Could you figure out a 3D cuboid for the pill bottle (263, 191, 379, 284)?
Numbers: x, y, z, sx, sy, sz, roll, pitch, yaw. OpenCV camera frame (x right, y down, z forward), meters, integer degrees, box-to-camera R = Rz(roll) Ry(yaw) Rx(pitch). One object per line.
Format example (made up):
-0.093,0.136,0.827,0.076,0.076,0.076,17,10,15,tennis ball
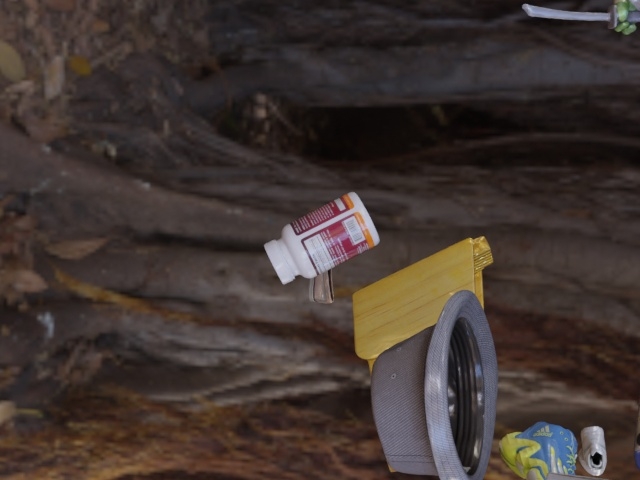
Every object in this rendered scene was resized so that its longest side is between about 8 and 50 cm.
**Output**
0.000,0.000,1.708,0.086,0.152,0.086,63,-2,3,pill bottle

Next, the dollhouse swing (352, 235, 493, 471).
0.217,0.207,2.134,0.305,0.315,0.347,65,5,12,dollhouse swing

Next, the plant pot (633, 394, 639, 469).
0.543,0.215,1.535,0.236,0.212,0.236,-28,-139,58,plant pot

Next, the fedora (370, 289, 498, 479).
0.142,0.204,1.575,0.275,0.124,0.244,-75,149,-43,fedora

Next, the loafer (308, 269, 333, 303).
0.009,0.036,1.858,0.045,0.039,0.125,-18,117,-64,loafer

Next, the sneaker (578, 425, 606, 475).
0.528,0.422,2.325,0.152,0.054,0.061,71,14,-48,sneaker

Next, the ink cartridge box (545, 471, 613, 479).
0.441,0.510,1.854,0.307,0.129,0.223,38,61,-48,ink cartridge box

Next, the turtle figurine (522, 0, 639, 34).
0.376,-0.253,1.256,0.275,0.266,0.198,-36,165,-43,turtle figurine

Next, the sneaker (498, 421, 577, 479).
0.416,0.393,2.123,0.091,0.126,0.240,58,-7,-35,sneaker
